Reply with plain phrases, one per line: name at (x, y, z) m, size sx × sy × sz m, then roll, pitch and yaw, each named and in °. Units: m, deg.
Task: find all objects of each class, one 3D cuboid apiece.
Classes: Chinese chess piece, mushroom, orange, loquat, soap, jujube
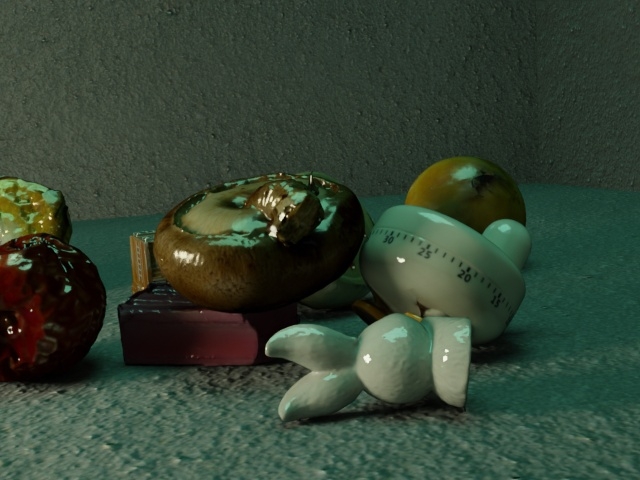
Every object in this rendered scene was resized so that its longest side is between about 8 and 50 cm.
Chinese chess piece at (0.000, 0.000, 1.438) m, size 0.103 × 0.250 × 0.249 m, roll -36°, pitch -14°, yaw 35°
mushroom at (-0.075, -0.001, 1.099) m, size 0.297 × 0.163 × 0.278 m, roll -21°, pitch 13°, yaw -30°
orange at (-0.697, 0.020, 1.647) m, size 0.368 × 0.271 × 0.210 m, roll -7°, pitch -34°, yaw -32°
loquat at (0.309, -0.053, 1.757) m, size 0.262 × 0.263 × 0.263 m, roll -3°, pitch 8°, yaw 0°
soap at (-0.153, 0.115, 1.175) m, size 0.249 × 0.099 × 0.162 m, roll -2°, pitch 8°, yaw 16°
jujube at (-0.401, 0.093, 1.119) m, size 0.212 × 0.213 × 0.232 m, roll -4°, pitch 13°, yaw -7°

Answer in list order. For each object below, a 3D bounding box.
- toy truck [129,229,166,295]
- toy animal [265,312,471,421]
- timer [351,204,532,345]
toy truck at (-0.187, 0.040, 1.479) m, size 0.305 × 0.162 × 0.136 m, roll -8°, pitch 11°, yaw -25°
toy animal at (0.056, 0.136, 0.910) m, size 0.220 × 0.104 × 0.131 m, roll -2°, pitch 9°, yaw 7°
timer at (0.179, 0.032, 1.133) m, size 0.233 × 0.240 × 0.233 m, roll 31°, pitch -14°, yaw 9°
